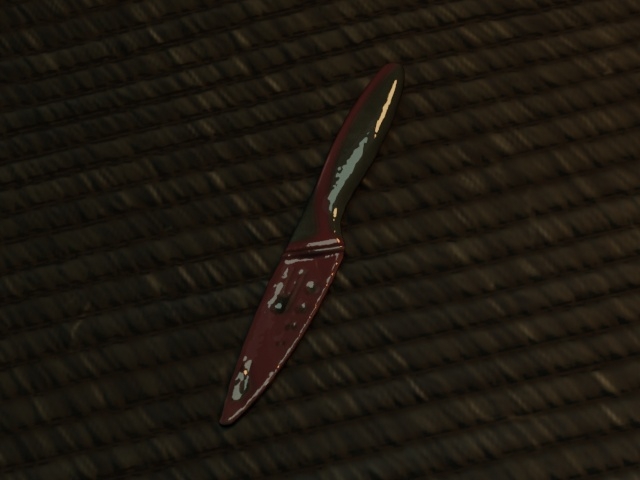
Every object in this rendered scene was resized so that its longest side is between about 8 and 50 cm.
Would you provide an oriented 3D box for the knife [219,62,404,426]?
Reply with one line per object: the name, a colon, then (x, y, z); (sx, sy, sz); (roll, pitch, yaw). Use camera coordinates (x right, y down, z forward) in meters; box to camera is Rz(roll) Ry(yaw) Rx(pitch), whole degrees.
knife: (0.000, 0.000, 0.917); (0.035, 0.018, 0.247); (19, 70, 14)
